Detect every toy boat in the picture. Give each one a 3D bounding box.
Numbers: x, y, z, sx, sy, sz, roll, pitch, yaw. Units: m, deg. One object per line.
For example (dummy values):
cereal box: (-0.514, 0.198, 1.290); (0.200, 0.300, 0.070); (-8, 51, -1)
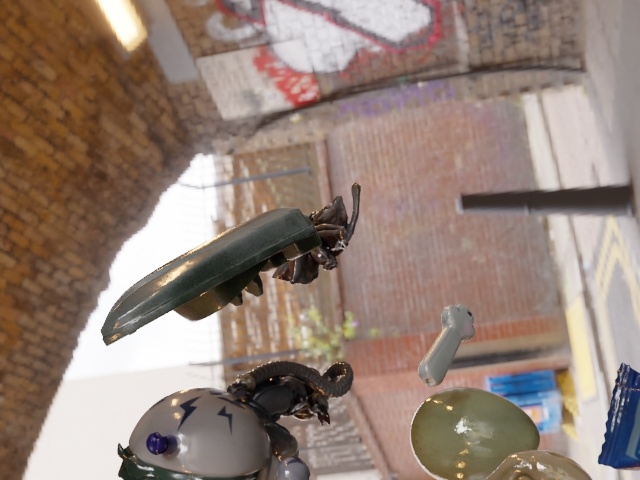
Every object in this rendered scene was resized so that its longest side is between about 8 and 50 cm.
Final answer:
toy boat: (-0.139, 0.052, 1.183); (0.319, 0.141, 0.092); (-29, -88, -41)

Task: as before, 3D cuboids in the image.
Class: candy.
candy: (0.612, 0.305, 1.527); (0.077, 0.331, 0.187); (38, -115, -45)

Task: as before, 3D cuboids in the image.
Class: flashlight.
flashlight: (0.263, 0.223, 2.044); (0.093, 0.047, 0.200); (48, -123, -24)

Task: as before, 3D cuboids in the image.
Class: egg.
egg: (0.342, 0.435, 2.143); (0.218, 0.295, 0.218); (20, -113, -60)

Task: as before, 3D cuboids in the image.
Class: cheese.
cheese: (0.363, 0.467, 1.629); (0.117, 0.235, 0.218); (13, -128, -58)

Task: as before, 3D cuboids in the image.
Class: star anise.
star anise: (0.001, 0.000, 1.834); (0.089, 0.231, 0.209); (43, -160, -29)

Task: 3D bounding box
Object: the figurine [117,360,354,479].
figurine: (-0.128, 0.275, 1.331); (0.382, 0.261, 0.186); (-19, -80, -63)
